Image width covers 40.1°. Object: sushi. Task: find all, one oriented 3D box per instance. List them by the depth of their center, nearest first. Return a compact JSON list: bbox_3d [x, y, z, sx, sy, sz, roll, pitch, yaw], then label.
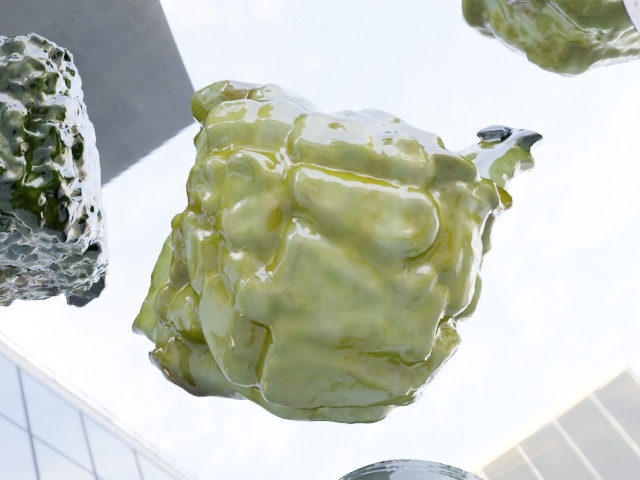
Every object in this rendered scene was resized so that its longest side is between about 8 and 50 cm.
[{"bbox_3d":[-0.348,-0.041,0.807,0.294,0.178,0.352,-6,-15,-9],"label":"sushi"}]

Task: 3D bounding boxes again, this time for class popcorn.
[{"bbox_3d":[-0.002,0.009,0.651,0.293,0.293,0.237,5,-78,-31],"label":"popcorn"},{"bbox_3d":[0.384,-0.338,1.151,0.292,0.334,0.294,38,-119,-36],"label":"popcorn"}]

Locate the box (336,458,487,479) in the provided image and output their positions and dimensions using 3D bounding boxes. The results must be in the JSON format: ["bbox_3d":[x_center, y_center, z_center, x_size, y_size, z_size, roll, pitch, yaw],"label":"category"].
[{"bbox_3d":[0.080,0.322,0.751,0.226,0.149,0.226,5,-62,10],"label":"box"}]

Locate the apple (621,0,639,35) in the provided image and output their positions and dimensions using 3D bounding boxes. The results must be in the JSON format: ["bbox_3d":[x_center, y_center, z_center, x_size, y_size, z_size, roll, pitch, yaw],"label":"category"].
[{"bbox_3d":[0.436,-0.289,0.775,0.348,0.277,0.349,-15,-55,-22],"label":"apple"}]
